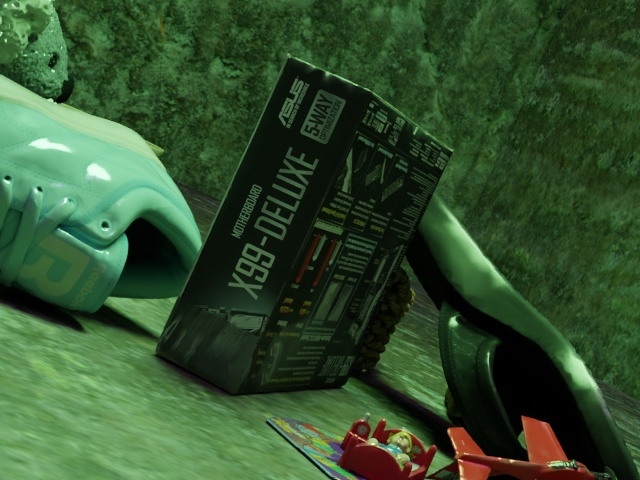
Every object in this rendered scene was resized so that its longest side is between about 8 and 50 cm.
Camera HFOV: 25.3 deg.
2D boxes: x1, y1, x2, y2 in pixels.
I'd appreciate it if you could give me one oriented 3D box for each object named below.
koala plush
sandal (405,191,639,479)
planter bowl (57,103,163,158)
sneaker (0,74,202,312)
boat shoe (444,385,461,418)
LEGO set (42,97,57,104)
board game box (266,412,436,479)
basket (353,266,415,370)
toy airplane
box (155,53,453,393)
[{"bbox_3d":[-0.321,-0.149,1.373,0.203,0.221,0.196,24,3,-15],"label":"koala plush"},{"bbox_3d":[0.148,0.117,1.266,0.446,0.107,0.168,55,-11,51],"label":"sandal"},{"bbox_3d":[-0.301,-0.103,1.869,0.162,0.109,0.162,24,2,-1],"label":"planter bowl"},{"bbox_3d":[-0.207,-0.023,1.005,0.150,0.135,0.366,48,24,28],"label":"sneaker"},{"bbox_3d":[0.165,0.158,1.476,0.059,0.063,0.170,19,2,3],"label":"boat shoe"},{"bbox_3d":[-0.282,-0.089,1.150,0.107,0.132,0.287,-17,-3,-22],"label":"LEGO set"},{"bbox_3d":[0.043,0.144,0.968,0.133,0.033,0.168,23,3,-30],"label":"board game box"},{"bbox_3d":[0.011,-0.002,1.522,0.213,0.223,0.299,25,2,-2],"label":"basket"},{"bbox_3d":[0.151,0.169,1.044,0.151,0.028,0.151,10,32,-6],"label":"toy airplane"},{"bbox_3d":[0.000,0.000,1.167,0.076,0.243,0.307,26,4,17],"label":"box"}]
